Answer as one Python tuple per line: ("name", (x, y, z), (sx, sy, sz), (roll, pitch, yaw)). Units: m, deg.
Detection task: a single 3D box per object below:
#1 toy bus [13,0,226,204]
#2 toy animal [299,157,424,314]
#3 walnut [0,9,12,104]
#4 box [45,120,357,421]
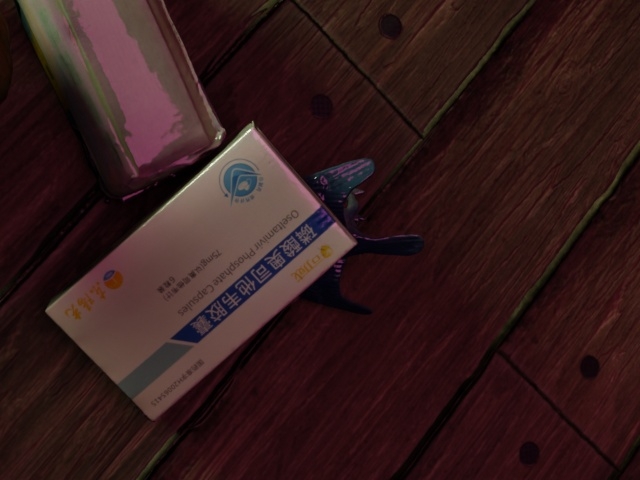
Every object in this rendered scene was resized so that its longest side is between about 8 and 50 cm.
("toy bus", (-0.256, -0.251, 1.612), (0.171, 0.162, 0.386), (-28, 97, -23))
("toy animal", (0.000, 0.000, 1.718), (0.176, 0.255, 0.239), (-54, 150, -43))
("walnut", (-0.484, -0.205, 1.462), (0.283, 0.283, 0.227), (14, 52, -23))
("box", (-0.146, 0.041, 1.615), (0.343, 0.065, 0.200), (-41, 104, 3))
